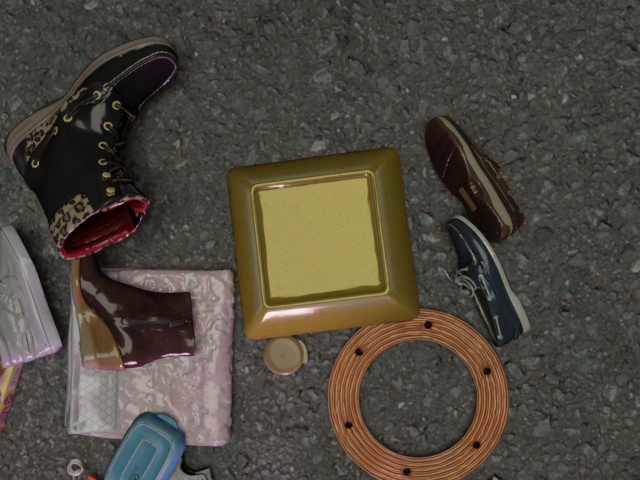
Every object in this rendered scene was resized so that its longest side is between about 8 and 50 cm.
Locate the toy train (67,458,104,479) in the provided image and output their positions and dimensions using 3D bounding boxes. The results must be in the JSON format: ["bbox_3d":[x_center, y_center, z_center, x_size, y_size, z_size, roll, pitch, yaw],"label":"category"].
[{"bbox_3d":[-0.389,0.448,1.574,0.166,0.046,0.125,-7,88,0],"label":"toy train"}]

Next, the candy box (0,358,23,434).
[{"bbox_3d":[-0.651,0.304,1.583,0.109,0.053,0.186,17,91,2],"label":"candy box"}]

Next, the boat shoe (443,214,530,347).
[{"bbox_3d":[0.291,0.075,1.523,0.079,0.095,0.254,-30,97,-9],"label":"boat shoe"}]

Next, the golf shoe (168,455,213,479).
[{"bbox_3d":[-0.218,0.473,1.555,0.176,0.069,0.086,31,85,2],"label":"golf shoe"}]

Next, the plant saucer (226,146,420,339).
[{"bbox_3d":[0.000,0.000,1.527,0.333,0.081,0.332,-8,83,3],"label":"plant saucer"}]

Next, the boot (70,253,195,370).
[{"bbox_3d":[-0.343,0.109,1.520,0.207,0.090,0.248,-8,82,-13],"label":"boot"}]

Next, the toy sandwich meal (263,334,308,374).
[{"bbox_3d":[-0.066,0.214,1.569,0.086,0.029,0.085,0,92,7],"label":"toy sandwich meal"}]

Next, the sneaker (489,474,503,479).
[{"bbox_3d":[0.343,0.476,1.547,0.035,0.031,0.083,-44,83,15],"label":"sneaker"}]

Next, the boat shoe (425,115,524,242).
[{"bbox_3d":[0.289,-0.121,1.537,0.095,0.095,0.257,-25,85,-32],"label":"boat shoe"}]

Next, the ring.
[{"bbox_3d":[0.182,0.294,1.554,0.337,0.032,0.336,0,89,3],"label":"ring"}]

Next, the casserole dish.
[{"bbox_3d":[-0.328,0.407,1.524,0.114,0.037,0.188,30,93,8],"label":"casserole dish"}]

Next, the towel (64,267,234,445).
[{"bbox_3d":[-0.322,0.215,1.569,0.317,0.053,0.331,2,90,3],"label":"towel"}]

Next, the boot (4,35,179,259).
[{"bbox_3d":[-0.374,-0.165,1.482,0.377,0.138,0.284,-33,62,6],"label":"boot"}]

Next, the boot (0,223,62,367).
[{"bbox_3d":[-0.584,0.106,1.544,0.123,0.095,0.258,-21,89,-24],"label":"boot"}]
